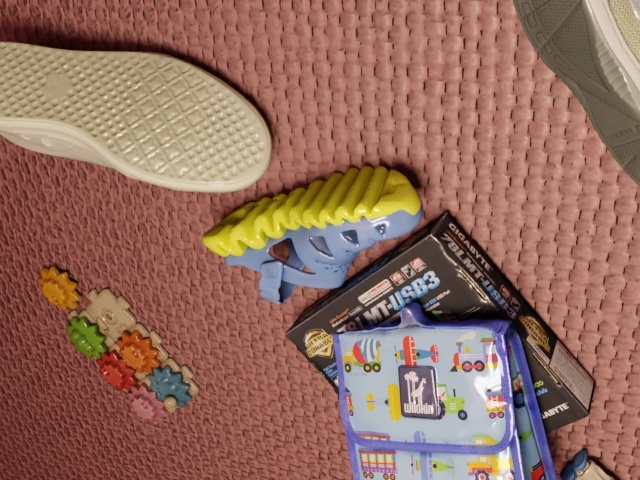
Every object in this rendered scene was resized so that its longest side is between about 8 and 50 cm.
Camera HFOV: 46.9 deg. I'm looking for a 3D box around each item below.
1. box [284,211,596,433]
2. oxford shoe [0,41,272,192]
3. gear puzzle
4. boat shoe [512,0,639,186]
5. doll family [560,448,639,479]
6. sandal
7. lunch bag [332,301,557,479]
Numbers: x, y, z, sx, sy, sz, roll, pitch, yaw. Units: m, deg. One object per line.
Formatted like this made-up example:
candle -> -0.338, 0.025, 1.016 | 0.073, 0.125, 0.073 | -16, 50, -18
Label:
box -> 0.145, 0.155, 0.965 | 0.293, 0.073, 0.295 | 49, 128, -3
oxford shoe -> -0.270, -0.162, 0.986 | 0.449, 0.169, 0.130 | 14, 166, 12
gear puzzle -> -0.363, 0.175, 1.262 | 0.339, 0.044, 0.175 | 48, 127, -3
boat shoe -> 0.284, -0.190, 0.690 | 0.320, 0.103, 0.118 | 54, 172, -4
doll family -> 0.334, 0.415, 0.957 | 0.163, 0.118, 0.263 | 39, 115, 2
sandal -> 0.000, 0.000, 0.935 | 0.317, 0.126, 0.138 | -13, 113, 41
lunch bag -> 0.146, 0.214, 0.895 | 0.221, 0.138, 0.293 | -7, 101, 33
